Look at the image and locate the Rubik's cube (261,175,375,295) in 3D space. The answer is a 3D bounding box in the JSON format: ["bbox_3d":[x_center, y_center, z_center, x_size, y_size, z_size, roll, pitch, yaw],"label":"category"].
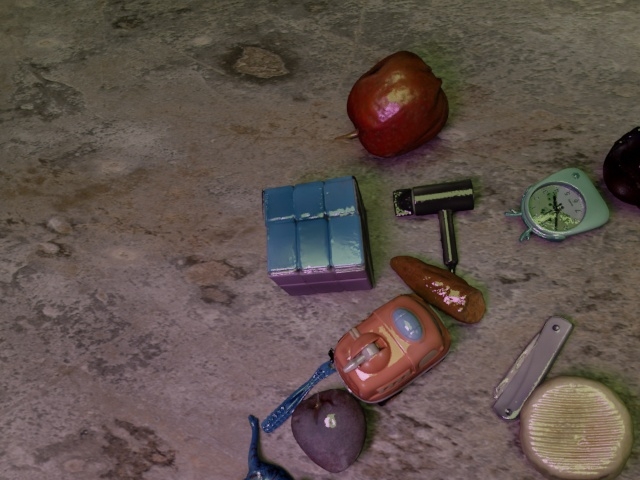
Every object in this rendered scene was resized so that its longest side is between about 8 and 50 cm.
[{"bbox_3d":[0.000,0.000,1.170,0.224,0.221,0.231,-8,71,10],"label":"Rubik's cube"}]

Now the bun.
[{"bbox_3d":[0.515,0.384,0.984,0.222,0.127,0.222,-6,75,24],"label":"bun"}]

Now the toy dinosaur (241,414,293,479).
[{"bbox_3d":[-0.117,0.566,1.087,0.144,0.076,0.329,-28,63,-32],"label":"toy dinosaur"}]

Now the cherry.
[{"bbox_3d":[0.026,0.415,1.073,0.176,0.140,0.176,3,102,12],"label":"cherry"}]

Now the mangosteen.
[{"bbox_3d":[0.756,-0.149,1.079,0.194,0.194,0.230,-43,94,-3],"label":"mangosteen"}]

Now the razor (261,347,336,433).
[{"bbox_3d":[-0.041,0.367,1.157,0.253,0.042,0.082,-43,105,-2],"label":"razor"}]

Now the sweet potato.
[{"bbox_3d":[0.273,0.105,1.142,0.251,0.097,0.097,35,82,24],"label":"sweet potato"}]

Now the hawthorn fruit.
[{"bbox_3d":[0.196,-0.340,1.234,0.258,0.258,0.262,42,122,21],"label":"hawthorn fruit"}]

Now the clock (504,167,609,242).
[{"bbox_3d":[0.552,-0.071,1.151,0.211,0.066,0.159,-22,69,6],"label":"clock"}]

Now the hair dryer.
[{"bbox_3d":[0.288,-0.021,1.198,0.195,0.078,0.248,-7,76,12],"label":"hair dryer"}]

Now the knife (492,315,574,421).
[{"bbox_3d":[0.467,0.280,1.068,0.073,0.040,0.265,33,82,31],"label":"knife"}]

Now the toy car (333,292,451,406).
[{"bbox_3d":[0.154,0.229,1.059,0.270,0.212,0.180,-35,68,-5],"label":"toy car"}]
